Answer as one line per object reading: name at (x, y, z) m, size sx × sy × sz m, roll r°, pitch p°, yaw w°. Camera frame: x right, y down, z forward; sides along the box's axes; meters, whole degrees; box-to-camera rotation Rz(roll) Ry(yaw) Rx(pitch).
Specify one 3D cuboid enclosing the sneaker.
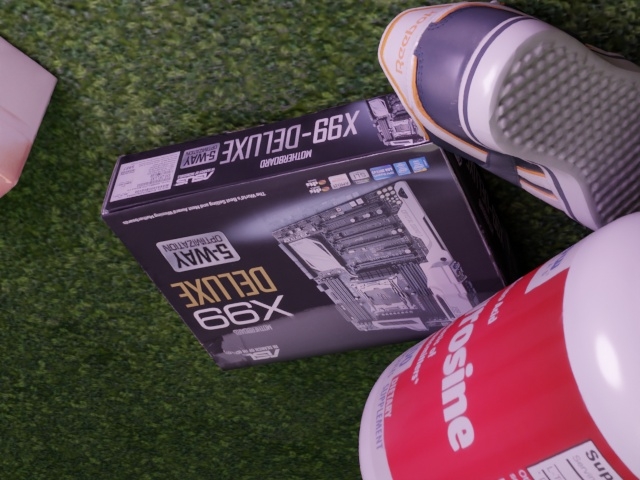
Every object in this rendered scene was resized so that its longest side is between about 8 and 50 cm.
sneaker at (0.166, -0.097, 0.916) m, size 0.127 × 0.126 × 0.321 m, roll 30°, pitch -177°, yaw 39°

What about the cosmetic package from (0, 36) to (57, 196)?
cosmetic package at (-0.377, -0.137, 0.955) m, size 0.296 × 0.129 × 0.153 m, roll 36°, pitch 134°, yaw -28°

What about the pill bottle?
pill bottle at (0.224, 0.118, 0.936) m, size 0.229 × 0.229 × 0.407 m, roll 26°, pitch 143°, yaw -20°

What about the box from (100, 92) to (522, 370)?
box at (0.000, 0.000, 1.090) m, size 0.307 × 0.076 × 0.242 m, roll -11°, pitch 136°, yaw 20°
